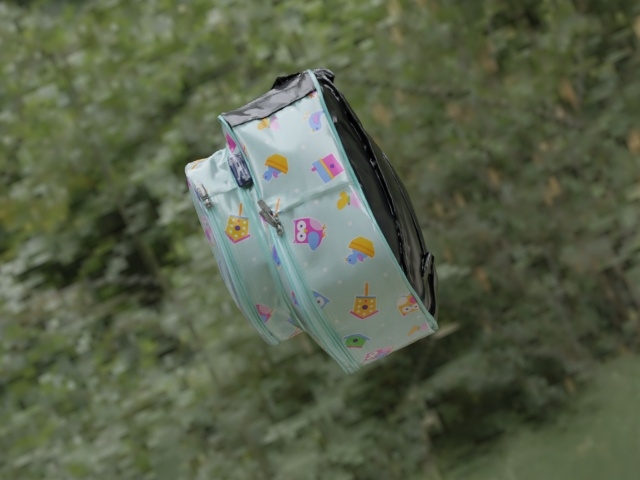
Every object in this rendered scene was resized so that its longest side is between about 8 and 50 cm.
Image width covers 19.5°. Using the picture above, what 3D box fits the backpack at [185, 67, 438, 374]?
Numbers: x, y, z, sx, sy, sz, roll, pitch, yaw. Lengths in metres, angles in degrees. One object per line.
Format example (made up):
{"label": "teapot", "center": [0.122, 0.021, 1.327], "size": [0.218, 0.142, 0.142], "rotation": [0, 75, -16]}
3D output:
{"label": "backpack", "center": [0.000, 0.000, 1.293], "size": [0.144, 0.188, 0.166], "rotation": [-32, -23, 0]}
